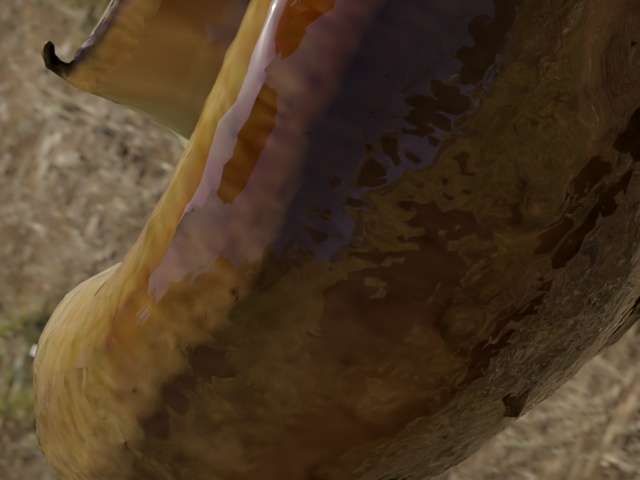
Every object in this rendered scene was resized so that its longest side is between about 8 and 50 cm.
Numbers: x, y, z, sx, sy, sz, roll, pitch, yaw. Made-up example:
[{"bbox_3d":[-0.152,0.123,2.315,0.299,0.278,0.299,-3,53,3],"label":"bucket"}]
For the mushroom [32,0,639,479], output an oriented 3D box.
[{"bbox_3d":[0.027,-0.050,0.458,0.146,0.278,0.278,29,92,-1],"label":"mushroom"}]
